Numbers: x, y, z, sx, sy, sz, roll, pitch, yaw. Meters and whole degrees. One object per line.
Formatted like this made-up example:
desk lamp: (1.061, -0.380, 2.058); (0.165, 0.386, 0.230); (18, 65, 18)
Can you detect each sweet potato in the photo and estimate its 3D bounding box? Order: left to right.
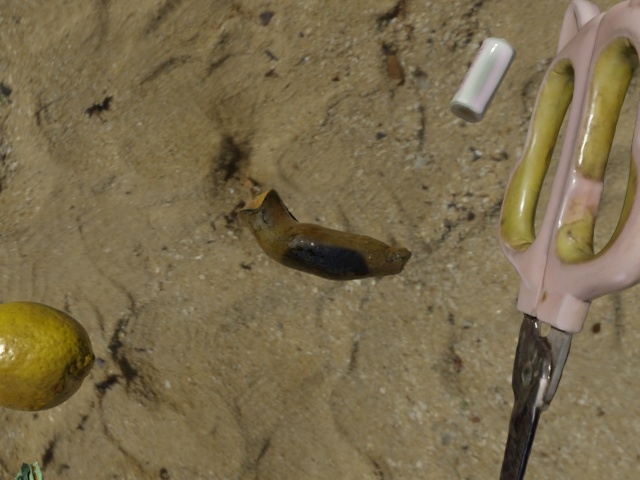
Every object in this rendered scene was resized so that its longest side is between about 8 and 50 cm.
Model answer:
sweet potato: (-0.002, -0.001, 1.189); (0.112, 0.285, 0.085); (-71, 158, -5)

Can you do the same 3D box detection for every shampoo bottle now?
shampoo bottle: (0.192, -0.191, 0.904); (0.043, 0.072, 0.099); (29, 89, 3)

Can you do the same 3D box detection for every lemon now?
lemon: (-0.458, 0.181, 1.210); (0.207, 0.170, 0.170); (17, 80, -1)

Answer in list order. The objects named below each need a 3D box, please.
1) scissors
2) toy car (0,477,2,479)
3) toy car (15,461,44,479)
scissors: (0.106, 0.037, 0.357); (0.024, 0.160, 0.318); (12, 93, -7)
toy car: (-0.367, 0.209, 0.660); (0.166, 0.198, 0.314); (-25, 115, 10)
toy car: (-0.468, 0.457, 1.287); (0.058, 0.093, 0.186); (-9, 104, -28)
